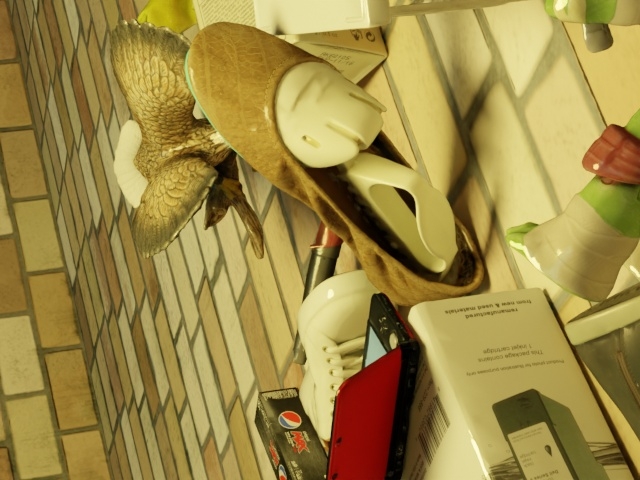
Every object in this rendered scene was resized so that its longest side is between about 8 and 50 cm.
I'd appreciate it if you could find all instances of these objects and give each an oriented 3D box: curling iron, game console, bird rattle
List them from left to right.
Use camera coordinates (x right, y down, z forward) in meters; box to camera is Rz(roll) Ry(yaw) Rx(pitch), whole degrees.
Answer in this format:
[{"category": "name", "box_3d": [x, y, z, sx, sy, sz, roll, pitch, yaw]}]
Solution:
[{"category": "bird rattle", "box_3d": [-0.117, -0.333, 1.758, 0.207, 0.143, 0.253, -111, 34, -51]}, {"category": "curling iron", "box_3d": [0.000, 0.000, 1.565, 0.035, 0.068, 0.274, 21, 107, 31]}, {"category": "game console", "box_3d": [0.027, 0.133, 1.194, 0.124, 0.085, 0.144, -121, 31, -52]}]

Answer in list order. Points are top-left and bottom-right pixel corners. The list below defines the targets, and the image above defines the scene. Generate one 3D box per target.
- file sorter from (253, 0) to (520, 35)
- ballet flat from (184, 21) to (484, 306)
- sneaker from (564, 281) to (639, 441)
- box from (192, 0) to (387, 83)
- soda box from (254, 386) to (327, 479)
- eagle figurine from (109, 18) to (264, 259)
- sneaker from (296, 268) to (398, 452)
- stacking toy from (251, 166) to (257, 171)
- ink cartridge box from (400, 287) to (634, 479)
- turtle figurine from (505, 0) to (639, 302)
[{"category": "file sorter", "box_3d": [0.057, -0.271, 1.192, 0.278, 0.173, 0.193, -163, 66, -70]}, {"category": "ballet flat", "box_3d": [0.031, -0.061, 1.263, 0.124, 0.116, 0.342, 3, 140, 53]}, {"category": "sneaker", "box_3d": [0.257, 0.068, 0.924, 0.118, 0.083, 0.222, 60, 150, 1]}, {"category": "box", "box_3d": [-0.055, -0.293, 1.525, 0.148, 0.121, 0.311, -35, 61, 44]}, {"category": "soda box", "box_3d": [-0.031, 0.262, 1.828, 0.169, 0.053, 0.060, -115, 25, -43]}, {"category": "eagle figurine", "box_3d": [-0.154, -0.106, 1.650, 0.226, 0.298, 0.225, 37, 99, 15]}, {"category": "sneaker", "box_3d": [0.041, 0.140, 1.519, 0.290, 0.106, 0.123, 91, 160, -56]}, {"category": "stacking toy", "box_3d": [-0.031, -0.152, 1.686, 0.221, 0.052, 0.167, -159, 61, -66]}, {"category": "ink cartridge box", "box_3d": [0.150, 0.217, 1.184, 0.211, 0.121, 0.289, 106, 151, -48]}, {"category": "turtle figurine", "box_3d": [0.189, -0.115, 0.801, 0.266, 0.275, 0.198, -65, -10, 23]}]
